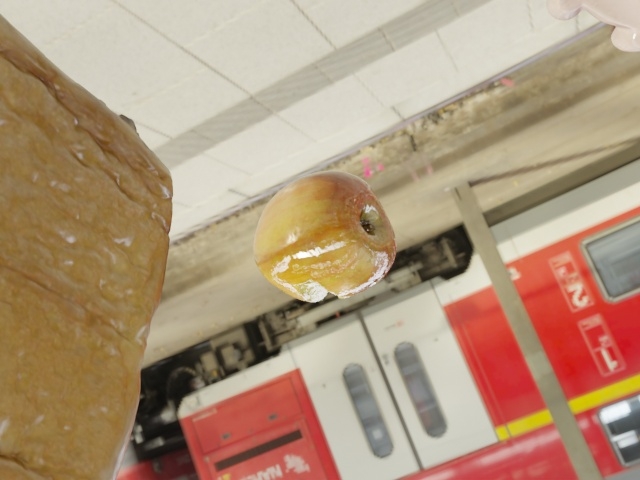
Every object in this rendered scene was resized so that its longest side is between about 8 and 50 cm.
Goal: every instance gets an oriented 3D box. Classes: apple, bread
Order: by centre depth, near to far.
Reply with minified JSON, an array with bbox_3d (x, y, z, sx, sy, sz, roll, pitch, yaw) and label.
[{"bbox_3d":[-0.247,0.012,0.457,0.148,0.328,0.337,-18,142,28],"label":"bread"},{"bbox_3d":[0.000,0.000,1.085,0.199,0.199,0.199,-21,167,-5],"label":"apple"}]

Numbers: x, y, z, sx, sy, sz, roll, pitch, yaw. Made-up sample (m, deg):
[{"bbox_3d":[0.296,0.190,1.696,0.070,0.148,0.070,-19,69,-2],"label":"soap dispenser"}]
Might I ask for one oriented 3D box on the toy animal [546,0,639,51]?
[{"bbox_3d":[0.243,-0.247,0.623,0.124,0.213,0.124,9,138,8],"label":"toy animal"}]
